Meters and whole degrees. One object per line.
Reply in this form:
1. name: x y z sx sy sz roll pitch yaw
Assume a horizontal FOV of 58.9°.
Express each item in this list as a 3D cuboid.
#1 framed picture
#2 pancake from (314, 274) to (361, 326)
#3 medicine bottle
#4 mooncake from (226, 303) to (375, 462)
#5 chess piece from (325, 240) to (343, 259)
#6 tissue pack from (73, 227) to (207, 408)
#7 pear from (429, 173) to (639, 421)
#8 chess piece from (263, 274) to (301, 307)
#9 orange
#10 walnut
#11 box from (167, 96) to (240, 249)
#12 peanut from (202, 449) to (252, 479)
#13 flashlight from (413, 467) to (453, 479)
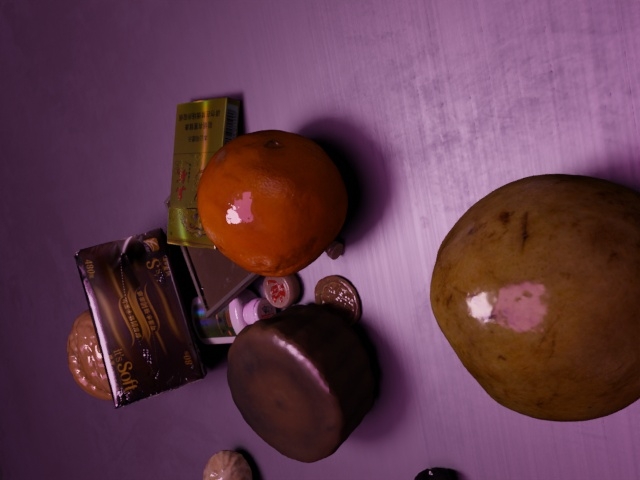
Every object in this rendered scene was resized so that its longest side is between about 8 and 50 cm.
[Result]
1. framed picture: -0.231 -0.024 1.227 0.232 0.024 0.314 -40 63 33
2. pancake: 0.031 0.121 1.105 0.115 0.011 0.114 12 108 39
3. medicine bottle: -0.193 0.167 1.256 0.219 0.078 0.115 -12 90 41
4. mooncake: -0.037 0.267 1.094 0.291 0.161 0.290 15 116 35
5. chess piece: 0.000 0.000 1.088 0.092 0.035 0.035 34 120 33
6. tissue pack: -0.408 0.182 1.314 0.198 0.210 0.369 144 109 -74
7. pear: 0.296 0.060 0.705 0.304 0.304 0.303 11 107 37
8. chess piece: -0.080 0.099 1.174 0.084 0.038 0.083 11 109 35
9. orange: -0.084 -0.070 0.993 0.261 0.261 0.260 11 107 37
10. walnut: -0.527 0.287 1.476 0.224 0.257 0.257 141 108 -75
11. box: -0.252 -0.140 1.206 0.173 0.043 0.311 6 92 41
12. peanut: -0.224 0.651 1.371 0.136 0.120 0.298 -127 39 -67
13. flashlight: 0.226 0.523 1.003 0.093 0.093 0.231 -19 83 41
